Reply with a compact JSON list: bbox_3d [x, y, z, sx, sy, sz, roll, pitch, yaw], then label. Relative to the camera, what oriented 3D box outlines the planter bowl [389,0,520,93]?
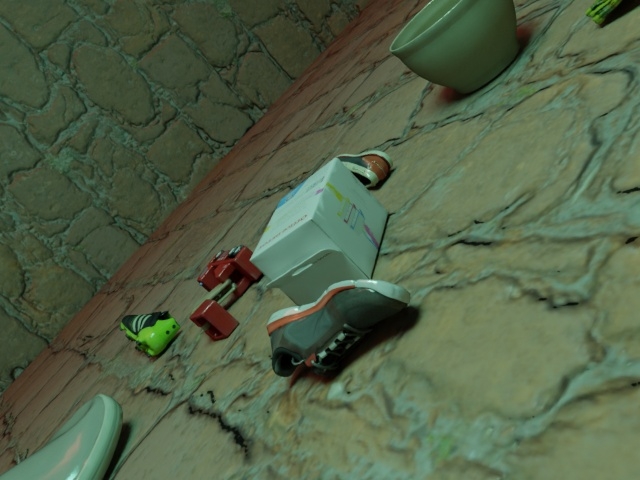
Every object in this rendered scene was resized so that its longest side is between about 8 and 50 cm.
[{"bbox_3d":[0.185,-0.258,0.835,0.162,0.109,0.162,-40,16,14],"label":"planter bowl"}]

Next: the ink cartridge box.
[{"bbox_3d":[0.000,0.000,0.684,0.092,0.090,0.143,-34,21,33],"label":"ink cartridge box"}]

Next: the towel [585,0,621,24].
[{"bbox_3d":[0.344,-0.315,0.612,0.102,0.021,0.237,-54,-1,-34],"label":"towel"}]

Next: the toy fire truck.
[{"bbox_3d":[-0.141,0.072,0.920,0.135,0.047,0.192,-53,18,-22],"label":"toy fire truck"}]

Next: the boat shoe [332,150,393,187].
[{"bbox_3d":[0.043,-0.087,0.874,0.043,0.049,0.137,-54,23,-21],"label":"boat shoe"}]

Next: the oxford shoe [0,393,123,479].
[{"bbox_3d":[-0.385,0.342,0.709,0.169,0.130,0.449,-24,25,53],"label":"oxford shoe"}]

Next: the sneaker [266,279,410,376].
[{"bbox_3d":[0.014,0.081,0.550,0.158,0.061,0.064,-29,49,43],"label":"sneaker"}]

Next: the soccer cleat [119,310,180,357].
[{"bbox_3d":[-0.275,0.144,1.059,0.072,0.060,0.179,-41,21,-22],"label":"soccer cleat"}]
